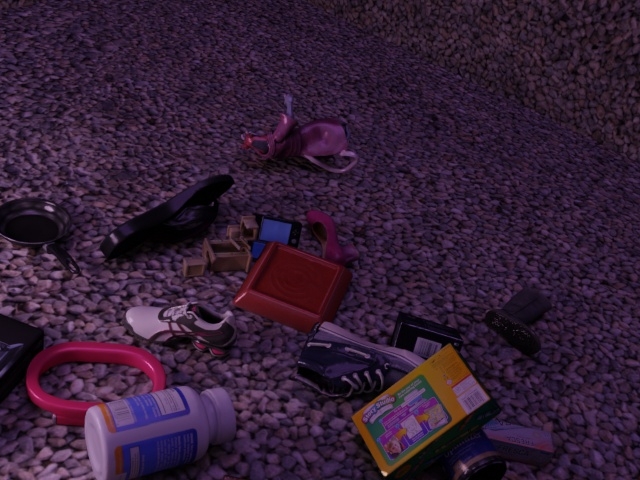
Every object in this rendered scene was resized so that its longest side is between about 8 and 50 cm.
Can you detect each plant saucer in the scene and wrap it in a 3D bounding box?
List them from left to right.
[{"bbox_3d":[-0.065,0.112,2.074,0.258,0.048,0.259,20,43,7],"label":"plant saucer"}]

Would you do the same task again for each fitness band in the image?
[{"bbox_3d":[-0.476,0.304,1.687,0.290,0.054,0.209,7,33,-14],"label":"fitness band"}]

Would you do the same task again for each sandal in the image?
[{"bbox_3d":[-0.391,-0.045,2.138,0.445,0.167,0.107,-35,83,-39],"label":"sandal"}]

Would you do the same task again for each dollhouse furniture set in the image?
[{"bbox_3d":[-0.274,-0.002,2.084,0.181,0.161,0.101,-3,39,-26],"label":"dollhouse furniture set"}]

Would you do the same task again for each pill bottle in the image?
[{"bbox_3d":[-0.312,0.374,1.560,0.271,0.152,0.152,-7,41,-30],"label":"pill bottle"},{"bbox_3d":[0.298,0.437,1.726,0.122,0.123,0.219,-6,40,-27],"label":"pill bottle"}]

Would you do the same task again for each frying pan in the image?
[{"bbox_3d":[-0.695,-0.016,2.043,0.326,0.053,0.197,27,37,13],"label":"frying pan"}]

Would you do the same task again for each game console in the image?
[{"bbox_3d":[-0.129,-0.001,2.208,0.143,0.124,0.085,12,9,-6],"label":"game console"}]

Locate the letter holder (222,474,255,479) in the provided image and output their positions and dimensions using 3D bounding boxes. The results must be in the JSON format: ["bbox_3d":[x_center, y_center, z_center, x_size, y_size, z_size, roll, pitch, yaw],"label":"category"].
[{"bbox_3d":[-0.049,0.570,1.391,0.301,0.152,0.214,12,37,-5],"label":"letter holder"}]

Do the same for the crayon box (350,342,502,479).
[{"bbox_3d":[0.221,0.370,1.681,0.278,0.081,0.165,-38,46,5],"label":"crayon box"}]

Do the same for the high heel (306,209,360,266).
[{"bbox_3d":[0.000,0.000,2.270,0.117,0.082,0.244,-19,52,-29],"label":"high heel"}]

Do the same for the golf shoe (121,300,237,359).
[{"bbox_3d":[-0.326,0.183,1.848,0.272,0.120,0.105,12,37,-2],"label":"golf shoe"}]

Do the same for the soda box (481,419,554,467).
[{"bbox_3d":[0.435,0.459,1.802,0.183,0.058,0.063,14,35,-3],"label":"soda box"}]

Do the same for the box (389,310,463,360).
[{"bbox_3d":[0.257,0.250,1.942,0.155,0.093,0.158,17,6,3],"label":"box"}]

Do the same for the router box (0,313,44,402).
[{"bbox_3d":[-0.755,0.260,1.610,0.242,0.081,0.309,20,35,6],"label":"router box"}]

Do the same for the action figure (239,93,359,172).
[{"bbox_3d":[-0.101,-0.310,2.601,0.370,0.248,0.276,-12,70,-35],"label":"action figure"}]

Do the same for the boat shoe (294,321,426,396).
[{"bbox_3d":[0.102,0.319,1.834,0.340,0.127,0.158,18,41,18],"label":"boat shoe"}]

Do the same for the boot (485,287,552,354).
[{"bbox_3d":[0.579,0.219,2.190,0.208,0.076,0.189,-13,45,-44],"label":"boot"}]
